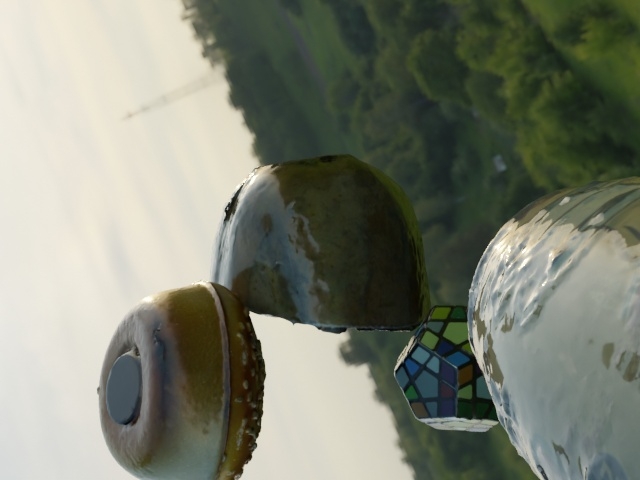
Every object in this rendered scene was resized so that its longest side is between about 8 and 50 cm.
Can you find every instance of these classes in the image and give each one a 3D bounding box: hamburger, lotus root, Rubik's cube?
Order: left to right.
[{"bbox_3d":[-0.133,0.148,1.243,0.237,0.147,0.237,-17,69,56],"label":"hamburger"},{"bbox_3d":[0.000,0.000,1.356,0.272,0.272,0.192,-110,18,-84],"label":"lotus root"},{"bbox_3d":[0.136,0.124,1.187,0.112,0.133,0.133,32,180,1],"label":"Rubik's cube"}]

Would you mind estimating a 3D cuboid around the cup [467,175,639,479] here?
[{"bbox_3d":[0.235,0.064,0.656,0.257,0.301,0.227,-140,56,-59],"label":"cup"}]
